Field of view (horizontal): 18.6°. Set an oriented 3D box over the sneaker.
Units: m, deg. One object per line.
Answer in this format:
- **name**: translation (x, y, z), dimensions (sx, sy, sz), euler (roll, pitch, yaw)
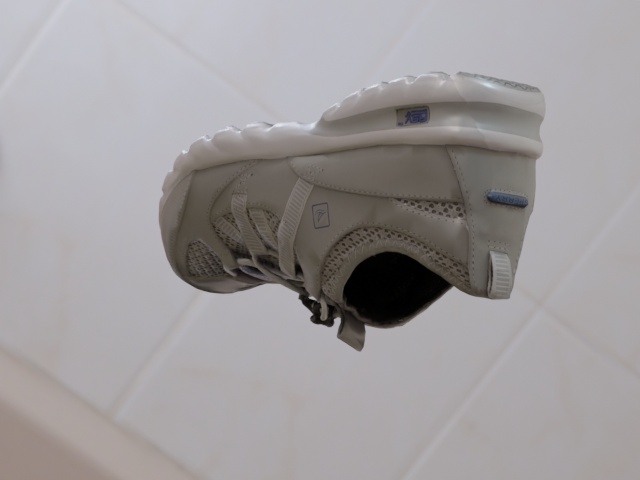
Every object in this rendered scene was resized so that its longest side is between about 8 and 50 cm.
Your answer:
- **sneaker**: translation (0.000, 0.000, 0.980), dimensions (0.105, 0.115, 0.281), euler (9, -16, -30)
